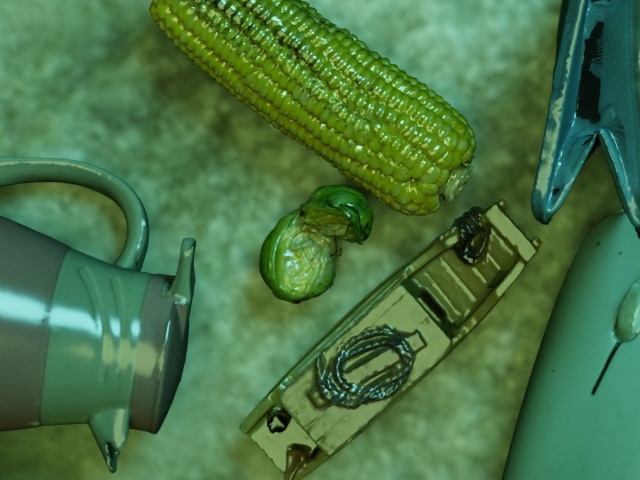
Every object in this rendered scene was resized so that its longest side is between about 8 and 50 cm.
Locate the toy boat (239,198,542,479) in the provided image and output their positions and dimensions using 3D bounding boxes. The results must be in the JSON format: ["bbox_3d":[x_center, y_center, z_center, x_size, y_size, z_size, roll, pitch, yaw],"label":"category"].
[{"bbox_3d":[0.039,0.057,0.969,0.200,0.077,0.057,-43,88,9],"label":"toy boat"}]

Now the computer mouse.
[{"bbox_3d":[0.155,0.130,0.919,0.097,0.159,0.289,-1,105,-37],"label":"computer mouse"}]

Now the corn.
[{"bbox_3d":[-0.003,-0.088,0.966,0.203,0.072,0.072,36,98,4],"label":"corn"}]

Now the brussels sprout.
[{"bbox_3d":[0.000,-0.001,0.977,0.046,0.051,0.083,21,131,-33],"label":"brussels sprout"}]

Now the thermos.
[{"bbox_3d":[-0.204,0.031,0.976,0.265,0.146,0.176,8,70,-1],"label":"thermos"}]

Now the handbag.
[{"bbox_3d":[0.137,-0.081,0.873,0.057,0.221,0.144,3,97,8],"label":"handbag"}]
